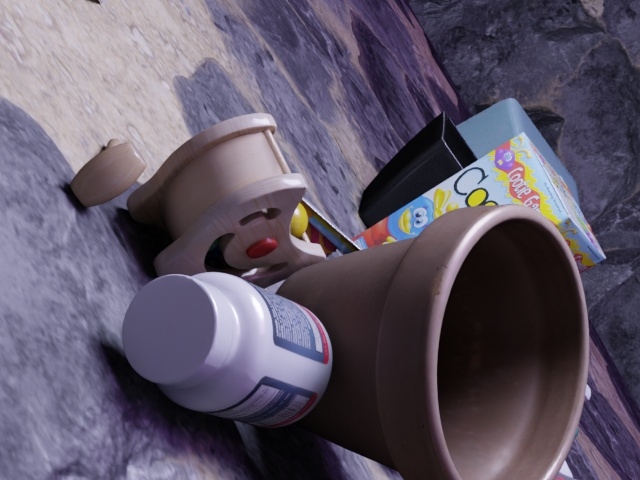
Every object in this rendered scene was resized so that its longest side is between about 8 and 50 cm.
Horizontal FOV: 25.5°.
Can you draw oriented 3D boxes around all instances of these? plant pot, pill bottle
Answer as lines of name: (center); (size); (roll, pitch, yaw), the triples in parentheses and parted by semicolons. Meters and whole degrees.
plant pot: (0.076, 0.096, 1.241); (0.263, 0.229, 0.263); (-4, 95, -51)
pill bottle: (-0.073, 0.083, 1.095); (0.180, 0.108, 0.108); (30, 31, -62)
plant pot: (0.278, -0.022, 2.257); (0.247, 0.248, 0.252); (47, 24, -38)
plant pot: (0.160, -0.050, 2.040); (0.188, 0.167, 0.187); (56, 14, -12)

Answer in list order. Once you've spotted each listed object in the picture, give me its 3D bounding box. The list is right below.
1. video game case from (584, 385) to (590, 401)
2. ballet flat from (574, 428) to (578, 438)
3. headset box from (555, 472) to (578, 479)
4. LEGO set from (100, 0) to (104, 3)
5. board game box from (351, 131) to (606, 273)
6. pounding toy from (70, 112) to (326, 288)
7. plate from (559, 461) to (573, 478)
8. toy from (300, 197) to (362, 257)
video game case: (0.203, 0.154, 1.709); (0.173, 0.190, 0.022); (52, 36, -28)
ballet flat: (0.359, 0.240, 2.257); (0.083, 0.087, 0.247); (48, 17, -33)
headset box: (0.219, 0.298, 1.257); (0.218, 0.110, 0.293); (18, 11, 32)
LEGO set: (-0.272, -0.370, 1.408); (0.244, 0.060, 0.182); (58, -5, 4)
board game box: (0.192, 0.016, 1.785); (0.144, 0.275, 0.142); (38, 24, -52)
pounding toy: (-0.091, -0.058, 1.236); (0.155, 0.154, 0.269); (63, 15, 21)
plate: (0.249, 0.215, 2.026); (0.277, 0.045, 0.278); (30, 31, -60)
toy: (0.000, 0.000, 1.581); (0.237, 0.056, 0.137); (37, -2, 0)
